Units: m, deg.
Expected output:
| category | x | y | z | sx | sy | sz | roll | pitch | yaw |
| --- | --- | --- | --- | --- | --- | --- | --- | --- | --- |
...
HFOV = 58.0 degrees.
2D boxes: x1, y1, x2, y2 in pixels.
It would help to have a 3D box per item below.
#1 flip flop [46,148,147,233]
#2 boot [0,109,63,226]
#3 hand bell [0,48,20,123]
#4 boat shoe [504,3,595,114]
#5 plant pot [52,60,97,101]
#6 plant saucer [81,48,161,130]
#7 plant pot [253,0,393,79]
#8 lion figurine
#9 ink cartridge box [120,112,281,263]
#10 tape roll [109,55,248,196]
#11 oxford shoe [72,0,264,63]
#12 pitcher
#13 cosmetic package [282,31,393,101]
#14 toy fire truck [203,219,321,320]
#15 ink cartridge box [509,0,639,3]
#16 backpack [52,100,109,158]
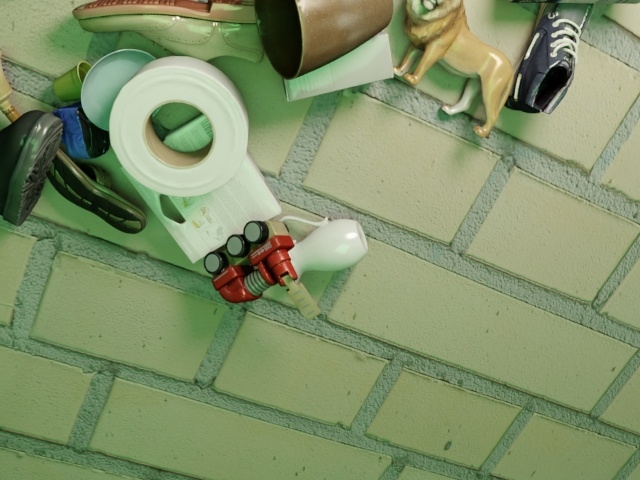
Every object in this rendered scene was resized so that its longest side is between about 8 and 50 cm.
| category | x | y | z | sx | sy | sz | roll | pitch | yaw |
| --- | --- | --- | --- | --- | --- | --- | --- | --- | --- |
| flip flop | -0.517 | -0.122 | 1.341 | 0.277 | 0.080 | 0.112 | 35 | 137 | -14 |
| boot | -0.784 | -0.232 | 1.164 | 0.445 | 0.146 | 0.367 | 31 | 136 | -17 |
| hand bell | -0.675 | -0.275 | 1.256 | 0.126 | 0.126 | 0.242 | -22 | 126 | 3 |
| boat shoe | 0.543 | -0.439 | 1.298 | 0.127 | 0.158 | 0.341 | 17 | 111 | -14 |
| plant pot | -0.533 | -0.337 | 1.254 | 0.079 | 0.083 | 0.083 | -14 | 116 | 13 |
| plant saucer | -0.428 | -0.329 | 1.251 | 0.194 | 0.037 | 0.195 | -30 | 146 | -23 |
| plant pot | 0.018 | -0.444 | 1.123 | 0.230 | 0.215 | 0.216 | -19 | 117 | -21 |
| lion figurine | 0.320 | -0.417 | 1.303 | 0.392 | 0.142 | 0.240 | 29 | 106 | -28 |
| ink cartridge box | -0.277 | -0.129 | 1.380 | 0.261 | 0.066 | 0.296 | -29 | 114 | 7 |
| tape roll | -0.293 | -0.237 | 1.226 | 0.285 | 0.100 | 0.286 | -3 | 119 | -5 |
| oxford shoe | -0.306 | -0.432 | 1.206 | 0.396 | 0.141 | 0.147 | 1 | 124 | -4 |
| pitcher | 0.000 | 0.000 | 1.451 | 0.207 | 0.125 | 0.178 | -19 | 108 | 14 |
| cosmetic package | 0.030 | -0.390 | 1.272 | 0.237 | 0.127 | 0.107 | -10 | 116 | -1 |
| toy fire truck | -0.128 | 0.099 | 1.401 | 0.217 | 0.158 | 0.246 | -35 | 73 | 24 |
| ink cartridge box | 0.543 | -0.664 | 1.227 | 0.303 | 0.072 | 0.308 | -2 | 87 | -6 |
| backpack | -0.528 | -0.243 | 1.283 | 0.101 | 0.098 | 0.120 | 3 | 117 | 23 |
